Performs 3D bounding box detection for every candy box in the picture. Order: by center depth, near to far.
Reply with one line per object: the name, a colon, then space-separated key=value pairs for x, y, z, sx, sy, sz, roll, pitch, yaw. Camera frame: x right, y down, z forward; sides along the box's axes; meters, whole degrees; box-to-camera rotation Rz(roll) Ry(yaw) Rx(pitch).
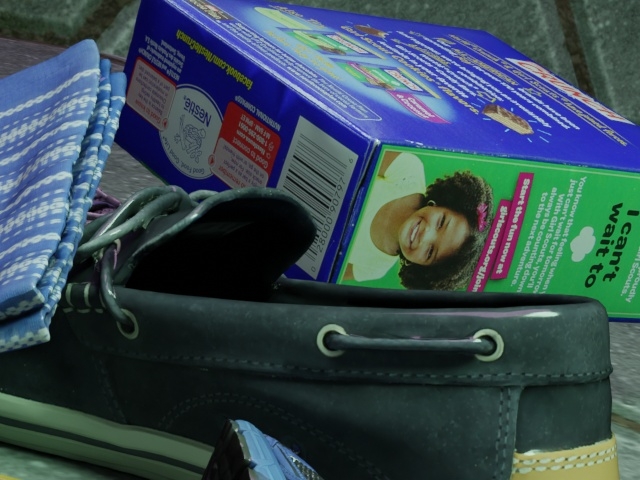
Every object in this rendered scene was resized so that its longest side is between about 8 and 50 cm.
candy box: x=0.062 y=-0.057 z=1.283 sx=0.317 sy=0.122 sz=0.268 roll=2 pitch=25 yaw=-39

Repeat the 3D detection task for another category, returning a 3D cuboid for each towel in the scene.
towel: x=-0.228 y=-0.008 z=0.974 sx=0.243 sy=0.040 sz=0.336 roll=-16 pitch=23 yaw=7

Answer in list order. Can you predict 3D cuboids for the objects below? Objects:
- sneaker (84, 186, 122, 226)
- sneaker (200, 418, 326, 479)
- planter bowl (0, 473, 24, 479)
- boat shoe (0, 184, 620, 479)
sneaker: x=-0.214 y=-0.034 z=1.370 sx=0.281 sy=0.115 sz=0.105 roll=16 pitch=11 yaw=26
sneaker: x=0.001 y=0.142 z=0.783 sx=0.087 sy=0.083 sz=0.221 roll=21 pitch=10 yaw=-26
planter bowl: x=-0.138 y=0.137 z=0.569 sx=0.217 sy=0.090 sz=0.217 roll=10 pitch=10 yaw=-2
boat shoe: x=-0.069 y=0.041 z=1.010 sx=0.500 sy=0.156 sz=0.187 roll=15 pitch=12 yaw=28
